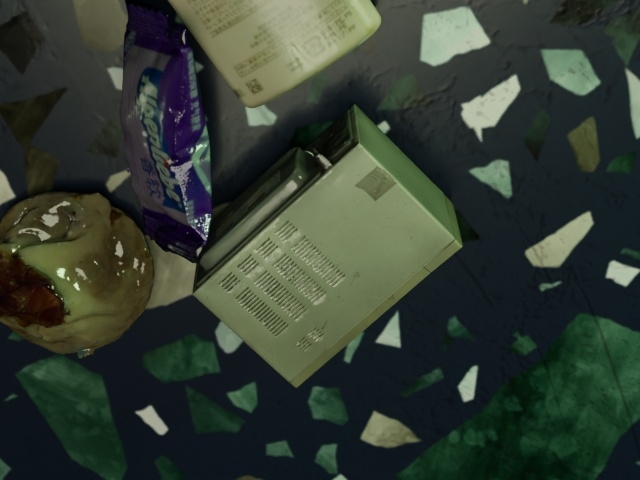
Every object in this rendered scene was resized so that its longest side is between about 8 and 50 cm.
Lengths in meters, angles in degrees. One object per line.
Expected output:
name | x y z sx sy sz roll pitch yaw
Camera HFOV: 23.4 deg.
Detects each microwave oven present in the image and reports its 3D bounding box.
microwave oven | 0.000 0.000 1.645 0.240 0.145 0.194 -42 105 15

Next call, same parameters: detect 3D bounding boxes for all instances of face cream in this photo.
face cream | -0.101 -0.312 1.546 0.173 0.081 0.348 -32 109 13

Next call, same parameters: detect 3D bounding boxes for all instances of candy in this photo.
candy | -0.162 -0.110 1.606 0.070 0.145 0.275 -15 115 -30

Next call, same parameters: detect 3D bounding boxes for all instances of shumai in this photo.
shumai | -0.284 0.045 1.676 0.201 0.120 0.201 1 111 2
